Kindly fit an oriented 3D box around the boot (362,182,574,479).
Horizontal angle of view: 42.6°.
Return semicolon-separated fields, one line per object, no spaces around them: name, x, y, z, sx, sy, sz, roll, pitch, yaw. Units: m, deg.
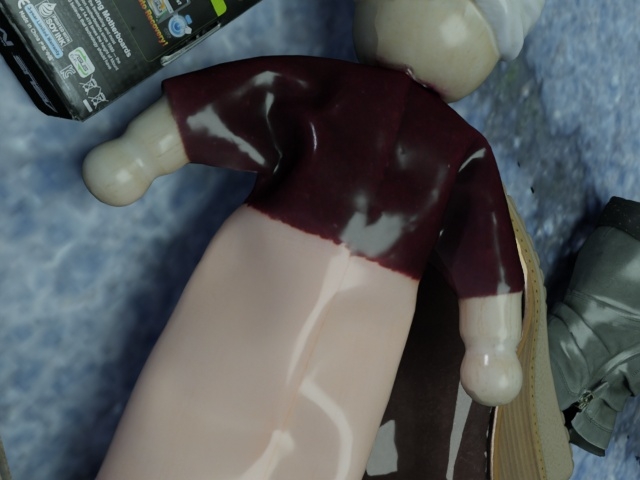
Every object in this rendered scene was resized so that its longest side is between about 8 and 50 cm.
boot;0.016;0.071;0.425;0.206;0.090;0.249;-22;98;-16

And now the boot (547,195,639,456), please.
boot;0.237;0.092;0.611;0.246;0.083;0.161;38;85;-31

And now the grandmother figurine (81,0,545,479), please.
grandmother figurine;0.000;0.000;0.360;0.207;0.104;0.343;28;83;-19

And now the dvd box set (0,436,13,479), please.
dvd box set;-0.291;0.191;0.235;0.420;0.062;0.308;-19;112;-32

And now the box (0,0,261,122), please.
box;-0.078;-0.174;0.317;0.184;0.045;0.191;-43;122;-24
